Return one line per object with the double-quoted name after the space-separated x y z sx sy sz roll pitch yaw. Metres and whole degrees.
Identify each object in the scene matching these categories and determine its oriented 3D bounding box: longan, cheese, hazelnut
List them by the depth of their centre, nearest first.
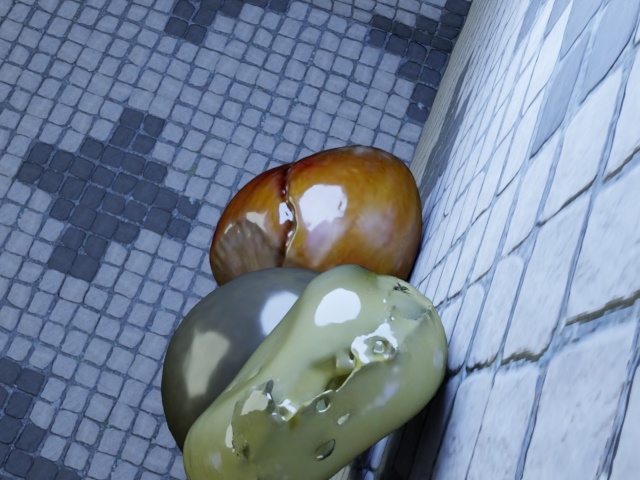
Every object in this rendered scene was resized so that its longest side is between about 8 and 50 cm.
-0.002 0.122 0.564 0.259 0.128 0.316 -47 -6 -16 "cheese"
-0.056 0.171 0.857 0.297 0.297 0.298 20 -90 -87 "longan"
0.000 0.000 1.136 0.315 0.372 0.372 55 -137 -37 "hazelnut"
